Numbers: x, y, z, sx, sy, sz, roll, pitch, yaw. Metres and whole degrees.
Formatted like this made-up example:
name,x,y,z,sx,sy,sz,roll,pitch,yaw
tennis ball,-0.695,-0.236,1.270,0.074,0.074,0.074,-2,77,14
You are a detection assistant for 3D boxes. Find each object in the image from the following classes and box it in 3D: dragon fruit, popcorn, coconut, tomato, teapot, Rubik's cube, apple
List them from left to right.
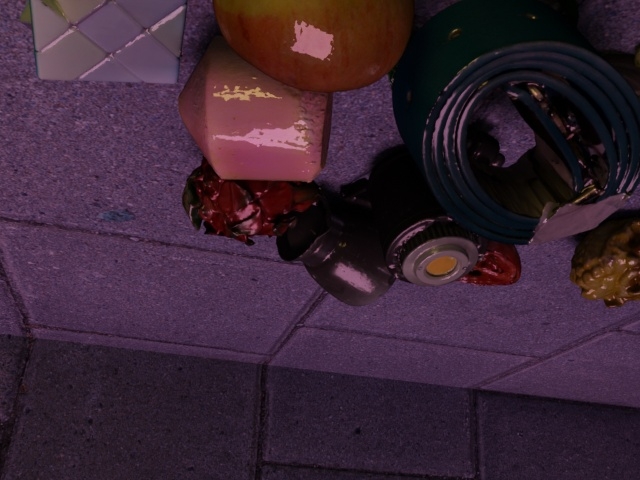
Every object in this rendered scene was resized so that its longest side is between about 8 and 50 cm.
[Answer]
name,x,y,z,sx,sy,sz,roll,pitch,yaw
Rubik's cube,-0.269,-0.330,0.841,0.224,0.212,0.265,-3,147,-22
coconut,-0.104,-0.211,1.050,0.245,0.233,0.233,7,155,6
dragon fruit,-0.127,-0.100,1.310,0.293,0.233,0.234,1,158,-30
apple,-0.002,-0.303,0.820,0.261,0.260,0.194,5,138,-4
teapot,0.016,-0.015,1.533,0.285,0.305,0.223,30,108,-32
tomato,0.394,0.029,1.638,0.228,0.101,0.228,10,155,5
popcorn,0.731,0.042,1.543,0.286,0.173,0.225,-22,138,40

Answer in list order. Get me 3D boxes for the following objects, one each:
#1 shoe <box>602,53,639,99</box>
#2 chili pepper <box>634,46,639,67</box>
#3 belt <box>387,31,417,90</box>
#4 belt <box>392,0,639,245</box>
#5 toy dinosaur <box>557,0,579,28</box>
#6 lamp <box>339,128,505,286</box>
name,x,y,z,sx,sy,sz,roll,pitch,yaw
shoe,0.544,-0.190,1.100,0.293,0.149,0.109,21,151,-35
chili pepper,0.596,-0.285,1.015,0.202,0.050,0.052,-2,-169,5
belt,0.146,-0.253,1.038,0.079,0.121,0.151,-13,151,26
belt,0.296,-0.159,0.968,0.300,0.173,0.437,-38,129,23
toy dinosaur,0.309,-0.391,0.775,0.301,0.087,0.447,11,160,-15
lamp,0.203,-0.039,1.308,0.205,0.272,0.374,20,150,-28
